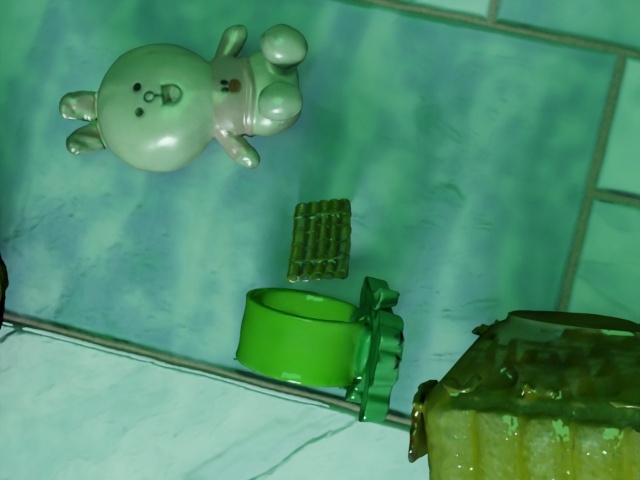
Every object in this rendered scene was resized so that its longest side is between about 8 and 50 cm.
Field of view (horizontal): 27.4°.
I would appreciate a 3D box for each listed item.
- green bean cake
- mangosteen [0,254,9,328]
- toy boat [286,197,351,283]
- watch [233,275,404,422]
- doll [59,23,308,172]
[{"bbox_3d":[0.262,0.154,1.221,0.310,0.285,0.202,7,108,32],"label":"green bean cake"},{"bbox_3d":[-0.466,0.038,1.305,0.330,0.330,0.330,-1,82,9],"label":"mangosteen"},{"bbox_3d":[0.000,0.000,1.348,0.063,0.016,0.115,-6,42,9],"label":"toy boat"},{"bbox_3d":[-0.003,0.093,1.293,0.152,0.165,0.131,11,101,-7],"label":"watch"},{"bbox_3d":[-0.132,-0.142,1.383,0.275,0.113,0.154,-12,84,15],"label":"doll"}]
